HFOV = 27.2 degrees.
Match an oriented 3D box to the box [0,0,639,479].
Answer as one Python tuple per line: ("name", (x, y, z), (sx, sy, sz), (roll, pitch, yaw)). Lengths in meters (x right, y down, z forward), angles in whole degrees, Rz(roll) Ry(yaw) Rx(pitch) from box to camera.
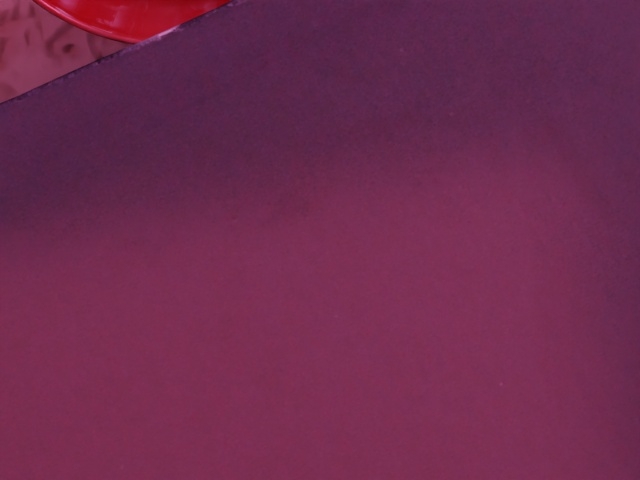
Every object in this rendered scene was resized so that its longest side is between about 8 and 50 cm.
("box", (0.000, 0.000, 0.515), (0.343, 0.312, 0.179), (-25, 97, -1))

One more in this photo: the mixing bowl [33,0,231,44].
("mixing bowl", (-0.067, -0.187, 0.583), (0.181, 0.098, 0.181), (-1, 116, -3))
